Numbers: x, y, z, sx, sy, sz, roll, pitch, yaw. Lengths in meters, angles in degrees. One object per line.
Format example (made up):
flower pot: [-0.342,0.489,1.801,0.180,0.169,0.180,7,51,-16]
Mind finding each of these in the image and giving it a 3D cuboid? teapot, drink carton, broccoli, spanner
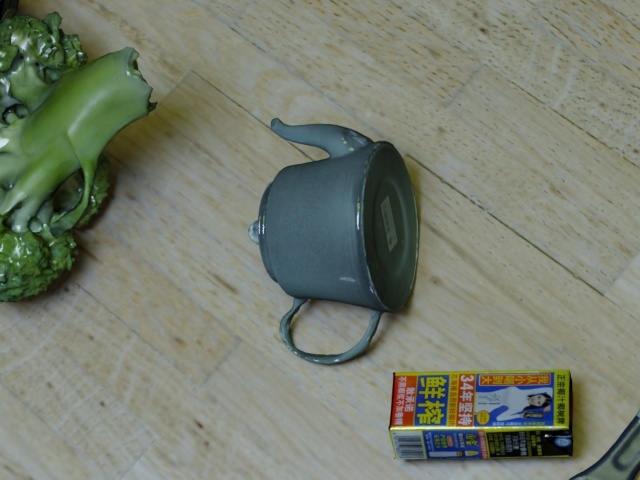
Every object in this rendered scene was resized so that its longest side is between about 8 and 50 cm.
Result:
teapot: [0.000,0.000,1.608,0.149,0.162,0.239,-2,97,20]
drink carton: [0.149,0.161,1.546,0.165,0.056,0.071,-1,51,11]
broccoli: [-0.266,-0.104,1.673,0.302,0.186,0.254,-42,49,12]
spanner: [0.310,0.168,1.534,0.087,0.024,0.316,39,79,21]

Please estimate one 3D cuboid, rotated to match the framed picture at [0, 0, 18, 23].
framed picture: [-0.382,-0.168,1.730,0.016,0.216,0.273,34,78,-8]
